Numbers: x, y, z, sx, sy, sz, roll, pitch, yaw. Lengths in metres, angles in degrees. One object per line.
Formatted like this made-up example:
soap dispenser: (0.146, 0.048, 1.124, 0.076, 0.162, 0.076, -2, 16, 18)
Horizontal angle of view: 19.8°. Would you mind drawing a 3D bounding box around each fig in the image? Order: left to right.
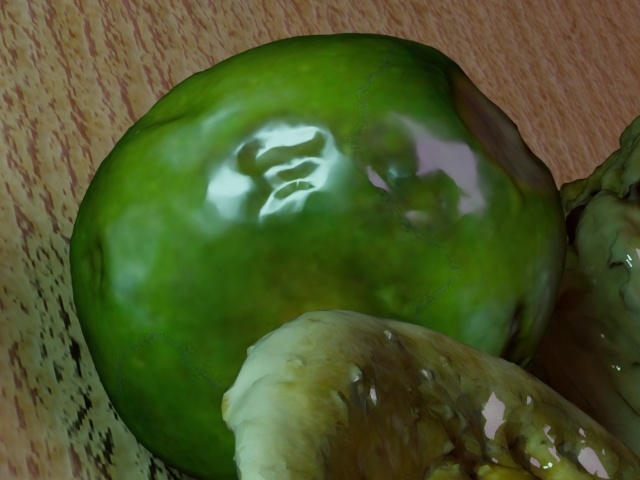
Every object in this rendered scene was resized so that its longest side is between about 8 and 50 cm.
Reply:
fig: (0.000, 0.000, 0.822, 0.206, 0.206, 0.275, 46, 8, -10)

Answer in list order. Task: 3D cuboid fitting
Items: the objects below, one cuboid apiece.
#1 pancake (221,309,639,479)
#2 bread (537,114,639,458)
pancake: (0.073, 0.137, 0.550, 0.282, 0.049, 0.282, 38, 31, -28)
bread: (0.249, 0.071, 1.089, 0.314, 0.191, 0.370, 51, 31, -9)
